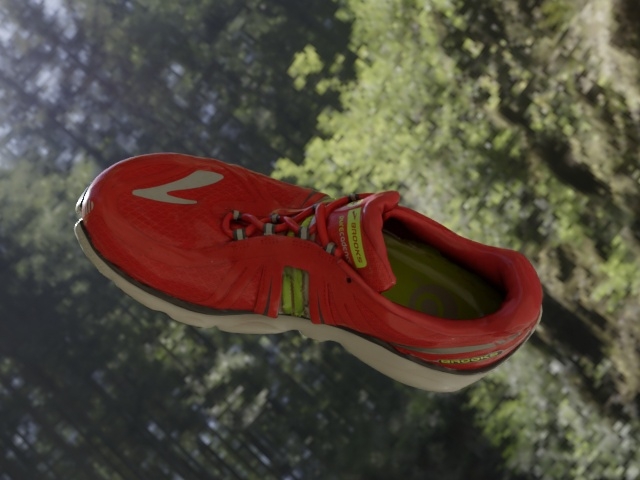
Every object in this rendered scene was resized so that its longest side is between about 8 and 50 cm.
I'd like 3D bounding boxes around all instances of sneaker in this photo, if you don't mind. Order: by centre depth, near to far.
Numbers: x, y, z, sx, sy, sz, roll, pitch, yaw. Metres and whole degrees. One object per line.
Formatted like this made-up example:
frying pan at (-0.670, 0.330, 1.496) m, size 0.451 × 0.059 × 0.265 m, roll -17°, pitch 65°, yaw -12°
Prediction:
sneaker at (0.000, 0.000, 0.755) m, size 0.118 × 0.279 × 0.107 m, roll 125°, pitch 158°, yaw -62°
